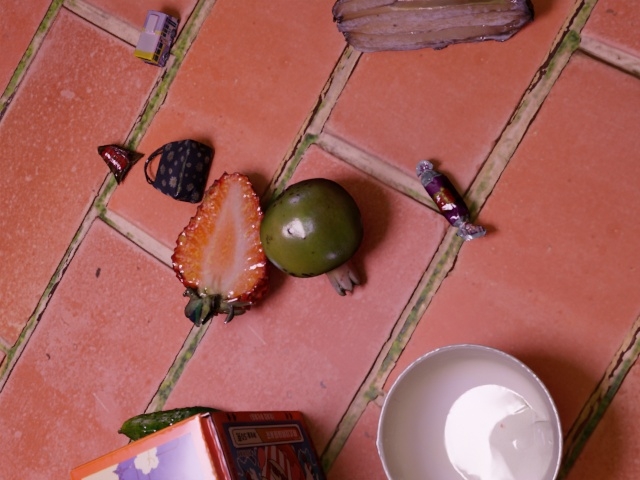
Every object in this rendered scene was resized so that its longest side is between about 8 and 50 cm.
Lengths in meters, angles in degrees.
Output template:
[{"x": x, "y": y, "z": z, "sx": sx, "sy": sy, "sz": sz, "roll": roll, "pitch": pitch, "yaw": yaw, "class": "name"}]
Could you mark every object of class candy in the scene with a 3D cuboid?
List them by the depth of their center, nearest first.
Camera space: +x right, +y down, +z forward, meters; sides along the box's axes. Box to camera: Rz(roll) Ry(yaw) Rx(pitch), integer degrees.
[{"x": 0.212, "y": -0.066, "z": 1.545, "sx": 0.045, "sy": 0.043, "sz": 0.175, "roll": -38, "pitch": 66, "yaw": 15, "class": "candy"}]

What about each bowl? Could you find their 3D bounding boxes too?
[{"x": 0.237, "y": 0.295, "z": 1.420, "sx": 0.277, "sy": 0.145, "sz": 0.277, "roll": -4, "pitch": 81, "yaw": 24, "class": "bowl"}]

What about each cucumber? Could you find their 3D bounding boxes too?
[{"x": -0.267, "y": 0.331, "z": 1.670, "sx": 0.227, "sy": 0.069, "sz": 0.069, "roll": -8, "pitch": 79, "yaw": 24, "class": "cucumber"}]

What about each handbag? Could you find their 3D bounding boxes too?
[{"x": -0.278, "y": -0.135, "z": 1.755, "sx": 0.139, "sy": 0.072, "sz": 0.115, "roll": 12, "pitch": 88, "yaw": 37, "class": "handbag"}]

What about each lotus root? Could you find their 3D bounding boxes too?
[{"x": 0.186, "y": -0.393, "z": 1.553, "sx": 0.329, "sy": 0.167, "sz": 0.078, "roll": 1, "pitch": 67, "yaw": 16, "class": "lotus root"}]

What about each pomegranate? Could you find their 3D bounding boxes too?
[{"x": 0.000, "y": 0.000, "z": 1.566, "sx": 0.180, "sy": 0.180, "sz": 0.210, "roll": -29, "pitch": 101, "yaw": 16, "class": "pomegranate"}]

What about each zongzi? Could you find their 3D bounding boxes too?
[{"x": -0.380, "y": -0.160, "z": 1.812, "sx": 0.073, "sy": 0.067, "sz": 0.083, "roll": -31, "pitch": 89, "yaw": 4, "class": "zongzi"}]

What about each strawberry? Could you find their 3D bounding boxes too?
[{"x": -0.161, "y": 0.028, "z": 1.658, "sx": 0.188, "sy": 0.106, "sz": 0.286, "roll": 6, "pitch": 71, "yaw": 19, "class": "strawberry"}]

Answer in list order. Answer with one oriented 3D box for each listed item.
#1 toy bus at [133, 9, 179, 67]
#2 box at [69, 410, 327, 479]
[{"x": -0.318, "y": -0.393, "z": 1.810, "sx": 0.052, "sy": 0.058, "sz": 0.102, "roll": 18, "pitch": 89, "yaw": 24, "class": "toy bus"}, {"x": -0.149, "y": 0.449, "z": 1.445, "sx": 0.256, "sy": 0.348, "sz": 0.319, "roll": -24, "pitch": 72, "yaw": 17, "class": "box"}]
